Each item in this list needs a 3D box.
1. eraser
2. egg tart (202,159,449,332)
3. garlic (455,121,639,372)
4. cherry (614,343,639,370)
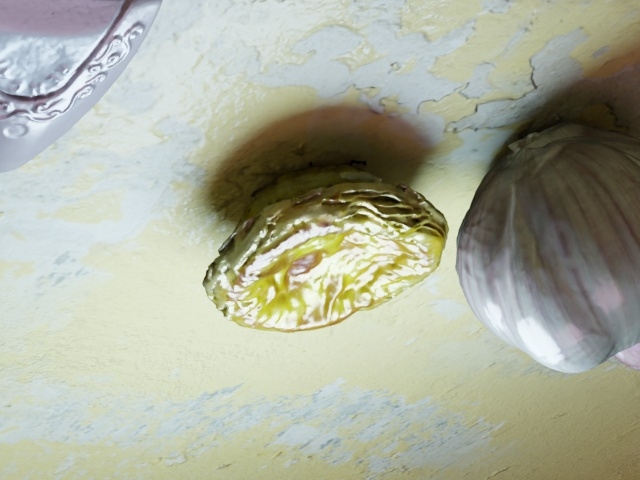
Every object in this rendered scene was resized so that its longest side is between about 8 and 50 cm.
[{"bbox_3d":[-0.258,-0.135,1.076,0.204,0.059,0.243,-2,143,-26],"label":"eraser"},{"bbox_3d":[0.000,0.000,1.398,0.294,0.116,0.295,-15,152,-8],"label":"egg tart"},{"bbox_3d":[0.291,-0.003,1.400,0.317,0.259,0.317,-23,180,0],"label":"garlic"},{"bbox_3d":[0.427,0.046,1.622,0.206,0.239,0.239,30,137,-7],"label":"cherry"}]
